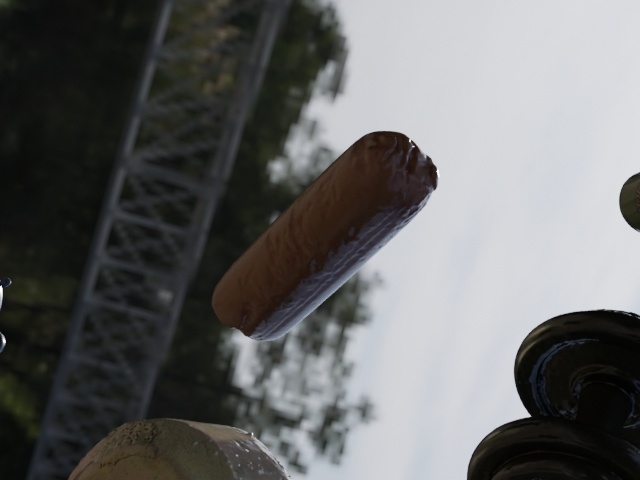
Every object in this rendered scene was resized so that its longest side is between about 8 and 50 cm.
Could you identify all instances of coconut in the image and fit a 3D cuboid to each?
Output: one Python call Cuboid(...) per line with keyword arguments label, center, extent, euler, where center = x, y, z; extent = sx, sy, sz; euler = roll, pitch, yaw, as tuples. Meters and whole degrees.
Cuboid(label="coconut", center=(-0.087, 0.206, 1.313), extent=(0.183, 0.171, 0.171), euler=(24, 79, -59))

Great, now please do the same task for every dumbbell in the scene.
Cuboid(label="dumbbell", center=(0.242, 0.182, 1.708), extent=(0.290, 0.192, 0.192), euler=(-60, 175, -44))

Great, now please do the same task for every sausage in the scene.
Cuboid(label="sausage", center=(0.001, 0.000, 1.719), extent=(0.289, 0.086, 0.086), euler=(-45, -154, 41))

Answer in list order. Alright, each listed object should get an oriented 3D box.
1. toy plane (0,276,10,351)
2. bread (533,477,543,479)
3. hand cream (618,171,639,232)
Cuboid(label="toy plane", center=(-0.306, 0.093, 1.602), extent=(0.054, 0.062, 0.167), euler=(43, 64, -63))
Cuboid(label="bread", center=(0.059, 0.267, 1.041), extent=(0.179, 0.340, 0.194), euler=(31, 40, -58))
Cuboid(label="hand cream", center=(0.308, -0.047, 1.551), extent=(0.055, 0.086, 0.235), euler=(-63, -167, -17))
